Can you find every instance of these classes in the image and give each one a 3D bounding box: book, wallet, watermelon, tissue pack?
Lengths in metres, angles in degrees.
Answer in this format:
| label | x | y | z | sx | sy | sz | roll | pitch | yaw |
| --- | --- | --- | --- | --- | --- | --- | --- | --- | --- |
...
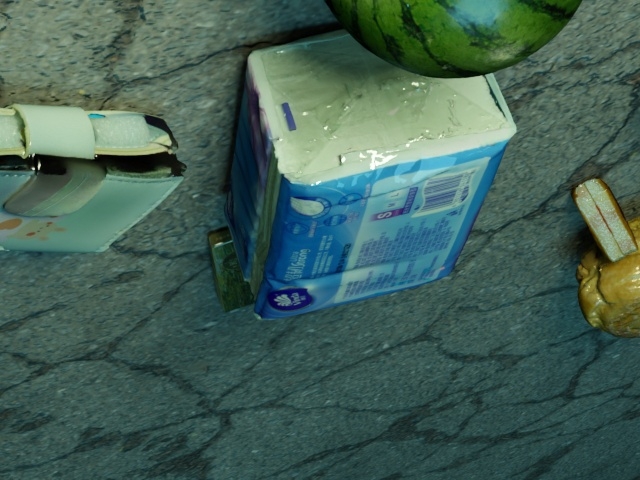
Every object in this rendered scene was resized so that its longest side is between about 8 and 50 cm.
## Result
| label | x | y | z | sx | sy | sz | roll | pitch | yaw |
| --- | --- | --- | --- | --- | --- | --- | --- | --- | --- |
| book | 0.000 | 0.000 | 1.620 | 0.228 | 0.024 | 0.160 | -17 | 154 | -7 |
| wallet | -0.248 | -0.042 | 1.253 | 0.250 | 0.075 | 0.176 | 2 | 152 | -44 |
| watermelon | 0.080 | -0.198 | 1.030 | 0.188 | 0.188 | 0.215 | -35 | 166 | 31 |
| tissue pack | 0.032 | -0.059 | 1.357 | 0.198 | 0.146 | 0.263 | -13 | 157 | -14 |

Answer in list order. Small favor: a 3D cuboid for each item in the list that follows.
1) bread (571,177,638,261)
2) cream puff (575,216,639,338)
| label | x | y | z | sx | sy | sz | roll | pitch | yaw |
| --- | --- | --- | --- | --- | --- | --- | --- | --- | --- |
| bread | 0.316 | -0.033 | 1.782 | 0.043 | 0.062 | 0.109 | -28 | 114 | 12 |
| cream puff | 0.395 | 0.037 | 1.898 | 0.189 | 0.129 | 0.189 | -6 | 158 | -3 |
